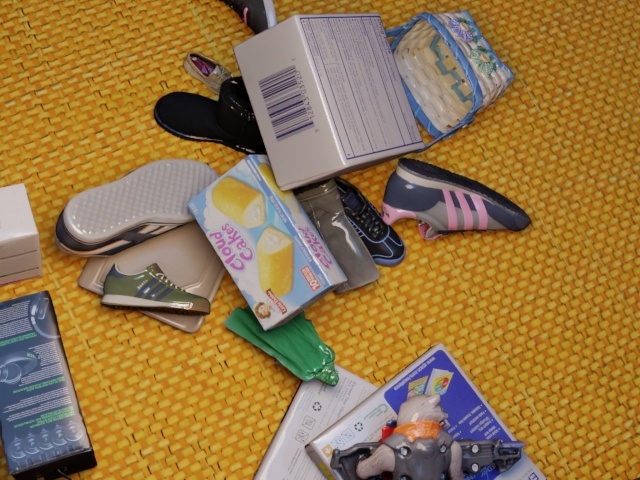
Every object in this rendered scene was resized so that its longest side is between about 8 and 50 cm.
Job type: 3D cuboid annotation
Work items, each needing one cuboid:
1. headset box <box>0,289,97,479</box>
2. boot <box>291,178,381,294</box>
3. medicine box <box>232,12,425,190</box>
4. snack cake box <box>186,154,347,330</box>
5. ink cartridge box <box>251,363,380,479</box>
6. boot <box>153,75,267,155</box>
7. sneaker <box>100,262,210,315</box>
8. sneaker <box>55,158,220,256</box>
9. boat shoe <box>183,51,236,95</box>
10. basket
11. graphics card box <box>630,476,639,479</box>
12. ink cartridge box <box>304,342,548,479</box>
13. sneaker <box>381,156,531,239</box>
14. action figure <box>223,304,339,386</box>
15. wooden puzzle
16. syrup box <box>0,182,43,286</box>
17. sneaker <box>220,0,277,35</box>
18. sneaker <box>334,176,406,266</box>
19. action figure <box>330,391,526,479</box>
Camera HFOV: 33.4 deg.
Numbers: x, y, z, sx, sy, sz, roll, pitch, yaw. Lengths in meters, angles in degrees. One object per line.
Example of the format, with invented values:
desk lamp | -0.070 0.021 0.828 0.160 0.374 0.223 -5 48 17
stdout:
headset box | -0.459 0.257 1.725 0.131 0.246 0.283 -15 74 -15
boot | -0.002 0.001 1.985 0.076 0.190 0.208 -44 113 -48
medicine box | 0.021 -0.248 1.866 0.289 0.149 0.263 -19 90 -56
snack cake box | -0.092 0.002 1.829 0.152 0.089 0.264 -36 81 19
ink cartridge box | 0.062 0.420 1.866 0.330 0.071 0.324 29 68 -4
boot | -0.184 -0.249 1.970 0.247 0.207 0.094 19 69 -3
sneaker | -0.286 0.081 1.870 0.192 0.064 0.086 5 75 -1
sneaker | -0.327 -0.057 1.895 0.321 0.127 0.126 -17 78 -38
boat shoe | -0.206 -0.322 2.076 0.135 0.045 0.050 28 69 -1
basket | 0.207 -0.318 2.070 0.289 0.201 0.254 -29 80 -28
graphics card box | 0.504 0.464 1.762 0.233 0.371 0.094 -23 74 -24
ink cartridge box | 0.183 0.385 1.836 0.304 0.072 0.307 -34 85 -22
sneaker | 0.254 -0.055 2.042 0.319 0.112 0.131 18 109 -25
action figure | -0.048 0.182 1.882 0.137 0.063 0.232 -38 54 -17
wooden puzzle | -0.290 0.032 1.947 0.239 0.044 0.220 22 69 2
syrup box | -0.530 -0.004 1.804 0.096 0.237 0.093 -15 75 -18
sneaker | -0.185 -0.485 2.111 0.147 0.104 0.295 -18 70 -14
sneaker | 0.070 -0.042 2.010 0.232 0.090 0.081 37 69 3
action figure | 0.206 0.402 1.712 0.341 0.178 0.330 -9 83 -15
